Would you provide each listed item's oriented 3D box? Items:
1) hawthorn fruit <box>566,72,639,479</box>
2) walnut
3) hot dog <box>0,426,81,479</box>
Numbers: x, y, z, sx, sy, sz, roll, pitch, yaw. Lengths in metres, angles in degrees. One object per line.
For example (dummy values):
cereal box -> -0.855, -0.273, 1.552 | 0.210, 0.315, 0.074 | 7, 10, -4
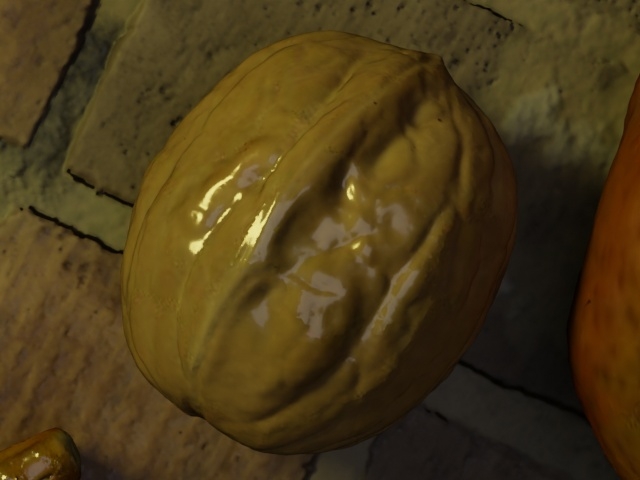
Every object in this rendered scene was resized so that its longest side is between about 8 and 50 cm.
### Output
hawthorn fruit -> 0.385, 0.037, 1.138 | 0.471, 0.472, 0.472 | -1, 95, -10
walnut -> 0.000, 0.000, 1.184 | 0.225, 0.225, 0.261 | 35, 90, -10
hot dog -> -0.274, 0.200, 1.218 | 0.286, 0.088, 0.061 | -27, 92, -1
